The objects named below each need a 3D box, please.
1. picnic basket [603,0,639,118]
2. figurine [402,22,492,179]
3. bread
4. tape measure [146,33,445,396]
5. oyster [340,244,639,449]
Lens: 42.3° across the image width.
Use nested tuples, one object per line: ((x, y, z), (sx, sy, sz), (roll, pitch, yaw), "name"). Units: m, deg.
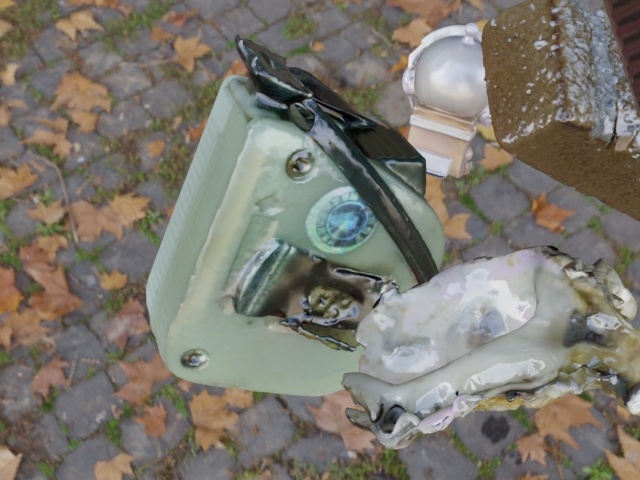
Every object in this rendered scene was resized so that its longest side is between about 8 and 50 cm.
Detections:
((0.258, -0.117, 0.430), (0.222, 0.129, 0.297), (-20, 93, -24), "picnic basket")
((0.199, -0.211, 1.234), (0.162, 0.236, 0.141), (18, 26, 18), "figurine")
((0.350, -0.118, 0.922), (0.416, 0.113, 0.165), (18, 60, -37), "bread")
((0.000, 0.000, 0.583), (0.207, 0.235, 0.115), (13, 25, -25), "tape measure")
((0.098, 0.065, 0.426), (0.163, 0.191, 0.081), (-34, 104, -10), "oyster")
